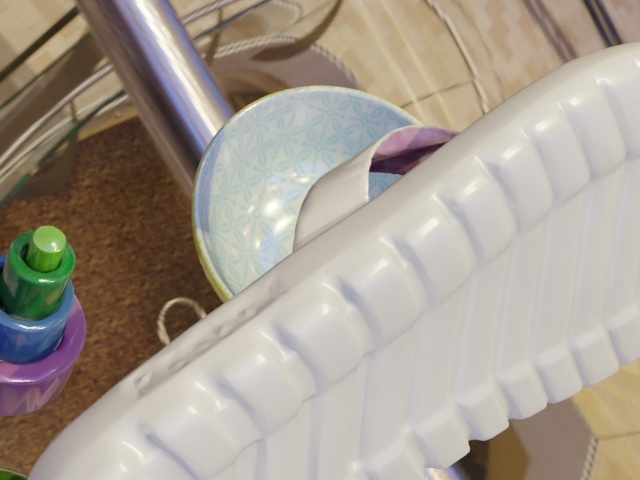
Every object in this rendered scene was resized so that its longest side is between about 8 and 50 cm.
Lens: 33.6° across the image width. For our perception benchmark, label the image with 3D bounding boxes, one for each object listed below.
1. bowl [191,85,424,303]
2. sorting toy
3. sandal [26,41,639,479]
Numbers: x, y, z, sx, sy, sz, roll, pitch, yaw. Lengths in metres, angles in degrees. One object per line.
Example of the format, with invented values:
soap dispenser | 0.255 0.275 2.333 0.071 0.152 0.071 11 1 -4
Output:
bowl | 0.000 0.000 1.115 0.290 0.156 0.289 5 67 -11
sorting toy | -0.124 0.142 0.379 0.127 0.126 0.365 13 51 -19
sandal | 0.046 0.015 0.479 0.416 0.102 0.169 -28 128 -25
